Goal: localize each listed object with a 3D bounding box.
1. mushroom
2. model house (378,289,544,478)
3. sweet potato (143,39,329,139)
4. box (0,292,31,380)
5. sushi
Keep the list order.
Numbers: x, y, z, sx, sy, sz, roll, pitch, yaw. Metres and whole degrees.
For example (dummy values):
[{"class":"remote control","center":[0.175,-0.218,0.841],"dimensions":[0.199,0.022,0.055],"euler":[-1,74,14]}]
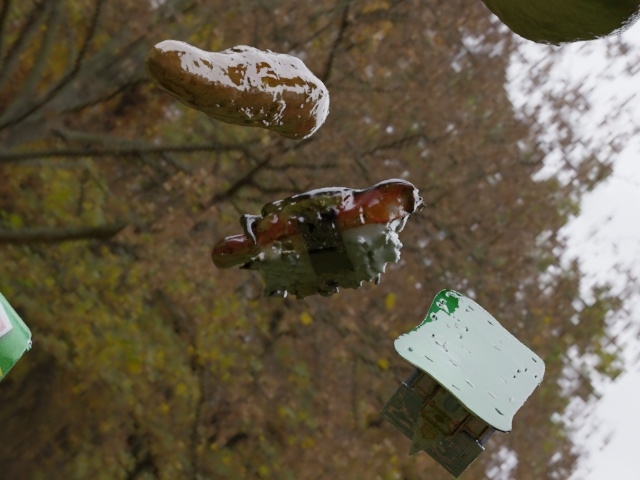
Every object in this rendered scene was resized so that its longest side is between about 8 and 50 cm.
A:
[{"class":"mushroom","center":[0.284,-0.320,1.465],"dimensions":[0.292,0.212,0.217],"euler":[26,-51,-27]},{"class":"model house","center":[0.104,0.124,1.004],"dimensions":[0.117,0.167,0.088],"euler":[38,-65,6]},{"class":"sweet potato","center":[-0.067,-0.176,1.423],"dimensions":[0.106,0.095,0.354],"euler":[9,1,30]},{"class":"box","center":[-0.366,0.044,0.986],"dimensions":[0.250,0.103,0.180],"euler":[3,-47,42]},{"class":"sushi","center":[0.001,0.004,1.240],"dimensions":[0.097,0.226,0.103],"euler":[56,24,-65]}]
